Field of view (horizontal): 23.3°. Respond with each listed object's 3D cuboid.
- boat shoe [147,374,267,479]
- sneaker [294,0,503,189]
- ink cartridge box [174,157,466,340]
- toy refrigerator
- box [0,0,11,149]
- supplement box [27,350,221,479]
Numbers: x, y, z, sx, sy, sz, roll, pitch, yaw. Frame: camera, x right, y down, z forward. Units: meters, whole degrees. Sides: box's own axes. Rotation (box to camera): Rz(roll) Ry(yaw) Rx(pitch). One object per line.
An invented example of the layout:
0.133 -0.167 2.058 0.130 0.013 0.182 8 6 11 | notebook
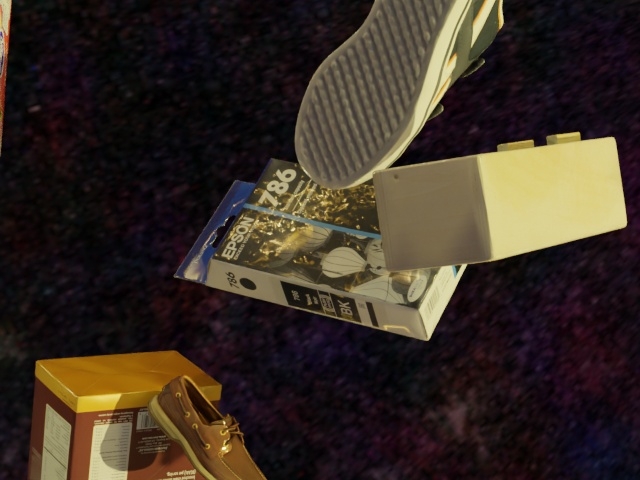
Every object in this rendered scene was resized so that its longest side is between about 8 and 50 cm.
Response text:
-0.120 0.227 1.762 0.178 0.064 0.060 45 108 13 | boat shoe
0.095 -0.189 1.551 0.126 0.127 0.321 42 118 20 | sneaker
0.000 0.000 1.754 0.333 0.165 0.065 11 144 26 | ink cartridge box
0.160 -0.038 1.332 0.102 0.269 0.094 -8 91 35 | toy refrigerator
-0.392 -0.219 1.581 0.122 0.128 0.257 -3 67 3 | box
-0.240 0.251 1.881 0.129 0.191 0.194 28 115 54 | supplement box
